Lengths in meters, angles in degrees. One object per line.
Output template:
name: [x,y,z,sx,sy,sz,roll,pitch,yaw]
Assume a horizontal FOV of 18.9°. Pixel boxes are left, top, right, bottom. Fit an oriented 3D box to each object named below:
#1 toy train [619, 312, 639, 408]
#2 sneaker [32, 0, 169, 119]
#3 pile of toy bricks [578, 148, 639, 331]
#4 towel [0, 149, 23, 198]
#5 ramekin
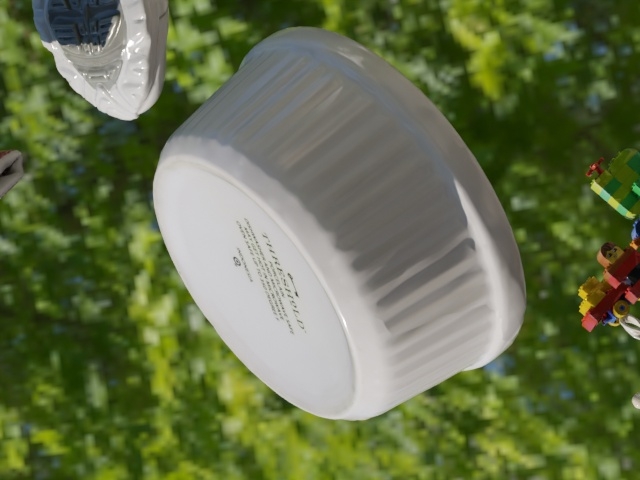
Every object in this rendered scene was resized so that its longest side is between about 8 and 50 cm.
toy train: [0.298,0.104,1.523,0.125,0.046,0.166,24,-153,-17]
sneaker: [-0.107,-0.187,1.125,0.115,0.090,0.232,-32,-52,-48]
pile of toy bricks: [0.270,-0.034,1.594,0.212,0.105,0.118,-45,-11,-17]
towel: [-0.355,0.021,1.098,0.237,0.329,0.037,-51,-49,-47]
ramekin: [0.000,0.000,1.307,0.127,0.273,0.273,-36,-65,-24]
